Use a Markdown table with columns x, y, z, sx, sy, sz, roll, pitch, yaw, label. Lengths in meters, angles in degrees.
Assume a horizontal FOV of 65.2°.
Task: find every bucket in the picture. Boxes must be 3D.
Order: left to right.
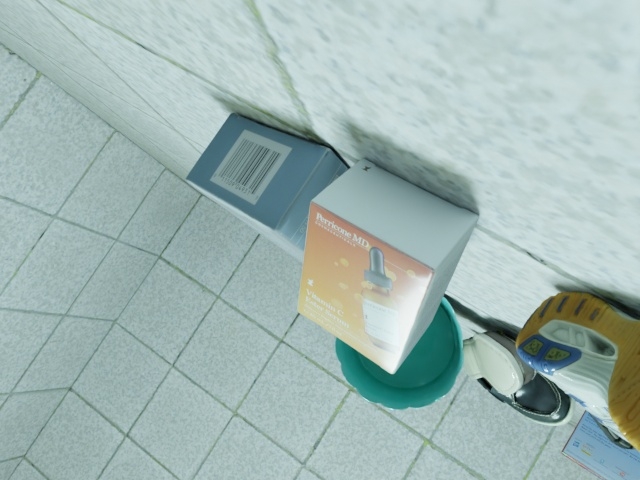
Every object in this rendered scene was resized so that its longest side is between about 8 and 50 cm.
| x | y | z | sx | sy | sz | roll | pitch | yaw | label |
| --- | --- | --- | --- | --- | --- | --- | --- | --- | --- |
| 0.174 | 0.218 | 1.098 | 0.281 | 0.281 | 0.183 | 31 | 179 | 16 | bucket |

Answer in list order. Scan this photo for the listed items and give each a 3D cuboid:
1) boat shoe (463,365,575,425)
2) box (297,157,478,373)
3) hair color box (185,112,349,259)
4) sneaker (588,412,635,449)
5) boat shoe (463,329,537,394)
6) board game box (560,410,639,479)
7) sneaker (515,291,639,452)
| x | y | z | sx | sy | sz | roll | pitch | yaw | label |
| --- | --- | --- | --- | --- | --- | --- | --- | --- | --- |
| 0.437 | 0.317 | 1.178 | 0.113 | 0.127 | 0.340 | 22 | -172 | -19 | boat shoe |
| 0.058 | 0.028 | 0.505 | 0.130 | 0.091 | 0.170 | 31 | 140 | 21 | box |
| 0.011 | -0.012 | 0.719 | 0.185 | 0.113 | 0.374 | 29 | 173 | 39 | hair color box |
| 0.377 | 0.203 | 0.620 | 0.267 | 0.101 | 0.106 | 35 | 176 | -25 | sneaker |
| 0.361 | 0.231 | 0.998 | 0.324 | 0.097 | 0.116 | 80 | 174 | -78 | boat shoe |
| 0.576 | 0.382 | 0.837 | 0.281 | 0.145 | 0.027 | 30 | 168 | 32 | board game box |
| 0.284 | 0.125 | 0.393 | 0.131 | 0.111 | 0.296 | 39 | -176 | -8 | sneaker |
